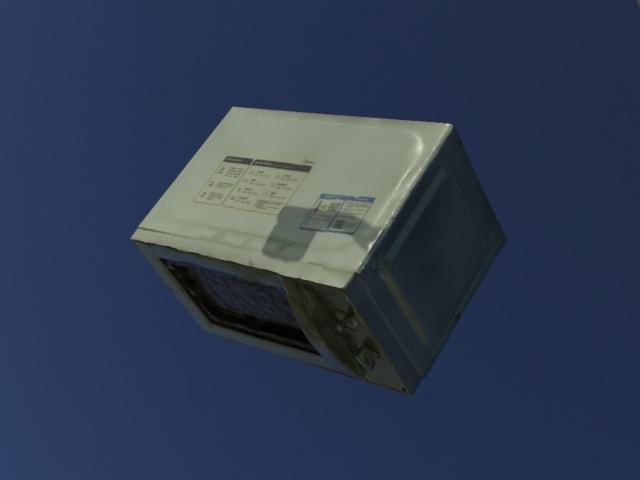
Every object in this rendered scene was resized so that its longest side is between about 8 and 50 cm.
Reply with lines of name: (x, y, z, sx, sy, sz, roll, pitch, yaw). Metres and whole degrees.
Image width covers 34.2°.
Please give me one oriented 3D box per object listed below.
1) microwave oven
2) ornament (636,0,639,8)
microwave oven: (0.000, 0.000, 0.735, 0.208, 0.162, 0.122, 11, -35, 40)
ornament: (0.373, -0.279, 0.724, 0.337, 0.337, 0.337, 13, -65, 30)
